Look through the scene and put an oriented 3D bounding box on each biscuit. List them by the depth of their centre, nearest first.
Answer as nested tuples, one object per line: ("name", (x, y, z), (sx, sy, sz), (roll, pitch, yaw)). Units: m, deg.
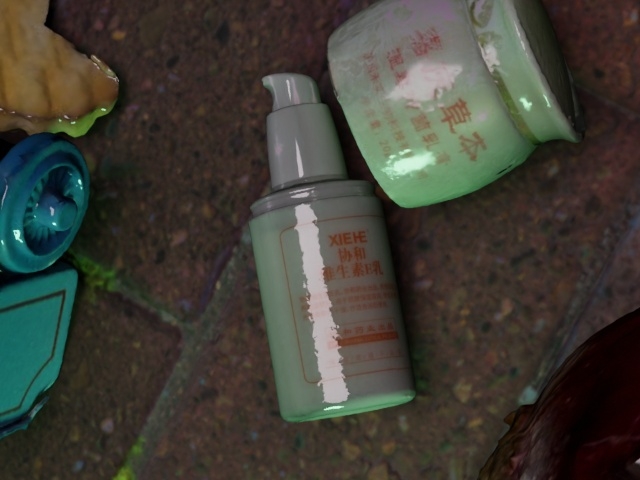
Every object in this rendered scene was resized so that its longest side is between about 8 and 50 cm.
("biscuit", (-0.251, -0.147, 1.343), (0.118, 0.061, 0.183), (-28, 72, -24))

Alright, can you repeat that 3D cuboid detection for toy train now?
("toy train", (-0.308, 0.032, 1.230), (0.188, 0.300, 0.265), (19, 107, 23))

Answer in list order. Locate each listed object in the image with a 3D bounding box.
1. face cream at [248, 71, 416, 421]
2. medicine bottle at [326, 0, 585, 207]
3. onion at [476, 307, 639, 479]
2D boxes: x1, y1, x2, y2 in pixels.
("face cream", (0.000, 0.000, 1.214), (0.101, 0.101, 0.252), (-13, 82, 21))
("medicine bottle", (0.096, -0.109, 1.156), (0.143, 0.147, 0.147), (-22, 79, 18))
("onion", (0.286, 0.238, 0.968), (0.420, 0.398, 0.398), (32, 99, -1))
